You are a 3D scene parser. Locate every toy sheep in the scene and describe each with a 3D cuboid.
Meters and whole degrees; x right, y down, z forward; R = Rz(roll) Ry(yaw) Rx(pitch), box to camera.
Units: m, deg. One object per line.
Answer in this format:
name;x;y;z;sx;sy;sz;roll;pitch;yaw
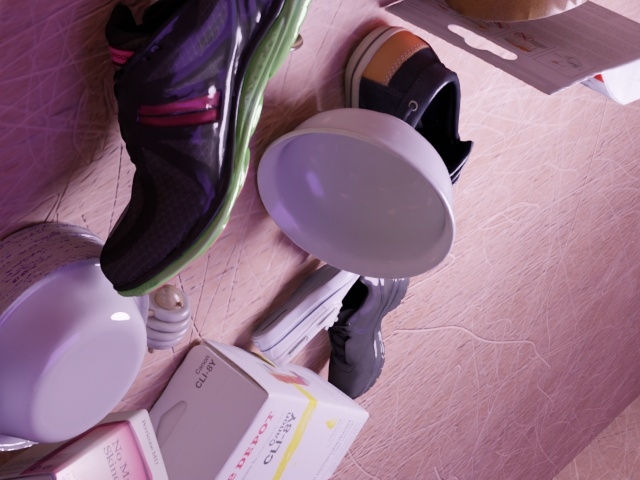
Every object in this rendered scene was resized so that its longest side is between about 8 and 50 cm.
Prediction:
toy sheep;-0.223;0.109;1.758;0.091;0.091;0.132;-28;155;-41

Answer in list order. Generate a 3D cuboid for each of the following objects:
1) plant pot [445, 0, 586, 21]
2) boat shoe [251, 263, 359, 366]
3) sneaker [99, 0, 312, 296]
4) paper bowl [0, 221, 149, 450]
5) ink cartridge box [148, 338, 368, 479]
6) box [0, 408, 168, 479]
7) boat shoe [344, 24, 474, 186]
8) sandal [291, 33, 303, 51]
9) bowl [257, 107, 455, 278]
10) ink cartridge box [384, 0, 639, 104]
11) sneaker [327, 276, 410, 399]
plant pot;0.276;-0.477;1.794;0.237;0.237;0.254;-37;132;-31
boat shoe;-0.010;0.113;2.072;0.226;0.083;0.076;-39;110;-8
sneaker;-0.168;-0.170;1.461;0.202;0.185;0.482;17;97;-23
paper bowl;-0.327;0.132;1.554;0.284;0.148;0.284;-39;149;-29
ink cartridge box;-0.121;0.338;2.068;0.279;0.160;0.385;-58;152;4
box;-0.316;0.335;1.685;0.232;0.127;0.148;-32;108;-63
boat shoe;0.147;-0.123;2.008;0.187;0.156;0.500;-45;151;-23
sandal;-0.087;-0.260;1.607;0.180;0.072;0.049;-10;107;-48
bowl;0.070;-0.090;1.832;0.298;0.298;0.134;85;25;-50
ink cartridge box;0.318;-0.291;1.929;0.385;0.308;0.091;-24;137;-44
sneaker;0.053;0.151;2.224;0.130;0.109;0.286;-5;115;-48
